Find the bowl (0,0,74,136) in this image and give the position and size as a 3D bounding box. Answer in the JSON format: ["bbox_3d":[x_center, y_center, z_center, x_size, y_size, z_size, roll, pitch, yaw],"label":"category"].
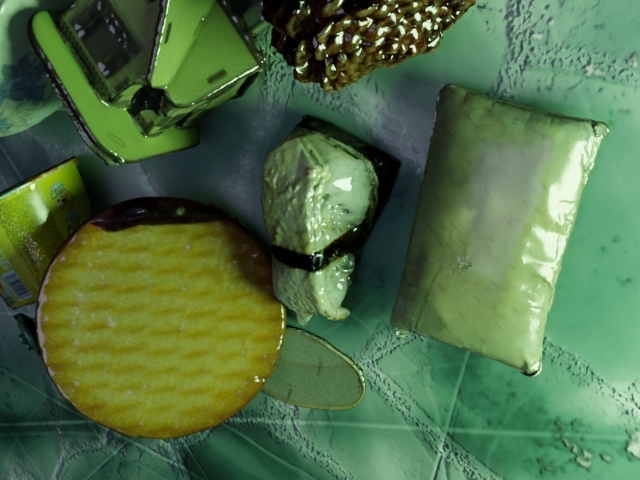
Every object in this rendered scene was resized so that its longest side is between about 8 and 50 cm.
[{"bbox_3d":[-0.373,-0.243,1.133,0.146,0.313,0.313,22,127,-30],"label":"bowl"}]

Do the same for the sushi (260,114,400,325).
[{"bbox_3d":[-0.018,0.002,1.061,0.134,0.109,0.273,26,116,19],"label":"sushi"}]

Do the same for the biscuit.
[{"bbox_3d":[-0.200,0.100,1.135,0.318,0.040,0.318,-1,95,-9],"label":"biscuit"}]

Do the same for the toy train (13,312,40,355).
[{"bbox_3d":[-0.348,0.155,1.249,0.159,0.101,0.248,54,161,2],"label":"toy train"}]

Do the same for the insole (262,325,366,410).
[{"bbox_3d":[-0.096,0.147,1.211,0.348,0.009,0.119,21,116,21],"label":"insole"}]

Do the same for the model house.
[{"bbox_3d":[-0.146,-0.243,0.998,0.279,0.218,0.205,-31,91,28],"label":"model house"}]

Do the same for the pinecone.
[{"bbox_3d":[0.034,-0.265,0.889,0.221,0.221,0.221,9,110,26],"label":"pinecone"}]

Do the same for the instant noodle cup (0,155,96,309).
[{"bbox_3d":[-0.392,-0.006,1.219,0.205,0.205,0.153,-20,103,32],"label":"instant noodle cup"}]

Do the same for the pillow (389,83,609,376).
[{"bbox_3d":[0.185,-0.004,0.971,0.185,0.075,0.302,19,112,22],"label":"pillow"}]
